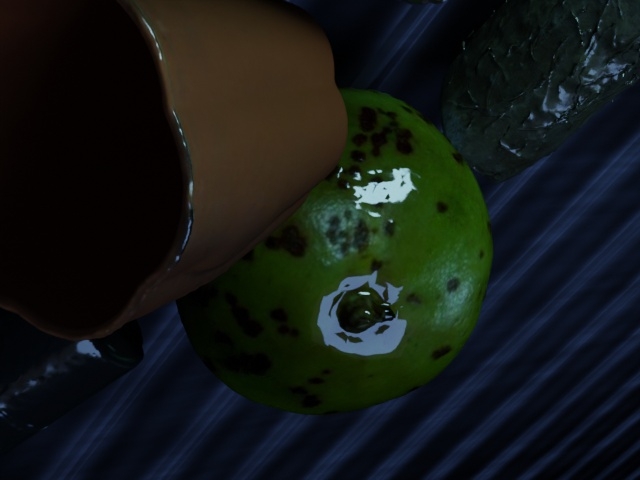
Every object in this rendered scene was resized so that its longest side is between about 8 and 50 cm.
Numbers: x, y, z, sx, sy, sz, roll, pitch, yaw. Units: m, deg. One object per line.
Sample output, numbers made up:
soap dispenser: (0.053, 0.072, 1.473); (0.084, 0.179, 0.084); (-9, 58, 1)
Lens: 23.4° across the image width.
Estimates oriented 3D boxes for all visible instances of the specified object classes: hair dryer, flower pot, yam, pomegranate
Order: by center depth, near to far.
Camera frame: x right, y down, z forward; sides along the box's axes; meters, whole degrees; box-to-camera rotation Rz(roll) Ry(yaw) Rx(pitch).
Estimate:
flower pot: (-0.085, -0.062, 0.788); (0.173, 0.191, 0.190); (-21, 158, -51)
hair dryer: (-0.281, 0.058, 0.894); (0.244, 0.116, 0.302); (-35, 144, 10)
pomegranate: (0.000, 0.000, 0.997); (0.211, 0.211, 0.263); (-30, -160, -1)
yam: (0.158, -0.125, 1.005); (0.183, 0.107, 0.107); (-42, 154, 30)

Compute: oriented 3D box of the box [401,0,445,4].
box: (0.043, -0.235, 0.666); (0.134, 0.097, 0.345); (-32, 156, 0)
